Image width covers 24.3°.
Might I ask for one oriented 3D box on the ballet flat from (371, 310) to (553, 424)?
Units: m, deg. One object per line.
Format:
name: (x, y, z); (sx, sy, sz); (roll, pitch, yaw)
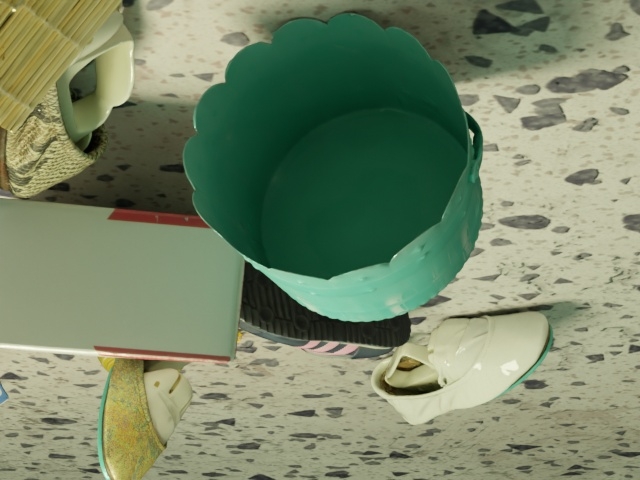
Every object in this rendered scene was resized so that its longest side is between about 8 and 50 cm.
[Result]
ballet flat: (0.194, 0.187, 2.254); (0.139, 0.139, 0.400); (10, 157, -23)

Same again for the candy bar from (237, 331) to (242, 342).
candy bar: (-0.195, 0.137, 2.263); (0.161, 0.018, 0.040); (11, 156, -21)

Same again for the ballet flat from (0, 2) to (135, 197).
ballet flat: (-0.261, -0.173, 1.358); (0.182, 0.164, 0.483); (-19, 166, -9)

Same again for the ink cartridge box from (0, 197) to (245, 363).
ink cartridge box: (-0.237, 0.055, 1.724); (0.279, 0.161, 0.384); (4, 176, -6)

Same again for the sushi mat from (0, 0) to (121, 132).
sushi mat: (-0.191, -0.225, 1.118); (0.316, 0.019, 0.151); (-48, 138, 11)

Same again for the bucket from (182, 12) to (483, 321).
bucket: (0.026, -0.062, 1.438); (0.281, 0.281, 0.183); (-5, 159, 14)

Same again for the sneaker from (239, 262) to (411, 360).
sneaker: (-0.032, 0.116, 2.078); (0.319, 0.112, 0.131); (17, 150, -32)

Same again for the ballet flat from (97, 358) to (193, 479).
ballet flat: (-0.218, 0.179, 1.940); (0.123, 0.349, 0.123); (-1, 123, -1)

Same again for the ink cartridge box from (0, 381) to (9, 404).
ink cartridge box: (-0.684, 0.282, 2.134); (0.395, 0.151, 0.270); (-37, -168, -35)

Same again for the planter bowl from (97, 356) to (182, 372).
planter bowl: (-0.259, 0.151, 2.172); (0.217, 0.090, 0.217); (1, 152, 0)
